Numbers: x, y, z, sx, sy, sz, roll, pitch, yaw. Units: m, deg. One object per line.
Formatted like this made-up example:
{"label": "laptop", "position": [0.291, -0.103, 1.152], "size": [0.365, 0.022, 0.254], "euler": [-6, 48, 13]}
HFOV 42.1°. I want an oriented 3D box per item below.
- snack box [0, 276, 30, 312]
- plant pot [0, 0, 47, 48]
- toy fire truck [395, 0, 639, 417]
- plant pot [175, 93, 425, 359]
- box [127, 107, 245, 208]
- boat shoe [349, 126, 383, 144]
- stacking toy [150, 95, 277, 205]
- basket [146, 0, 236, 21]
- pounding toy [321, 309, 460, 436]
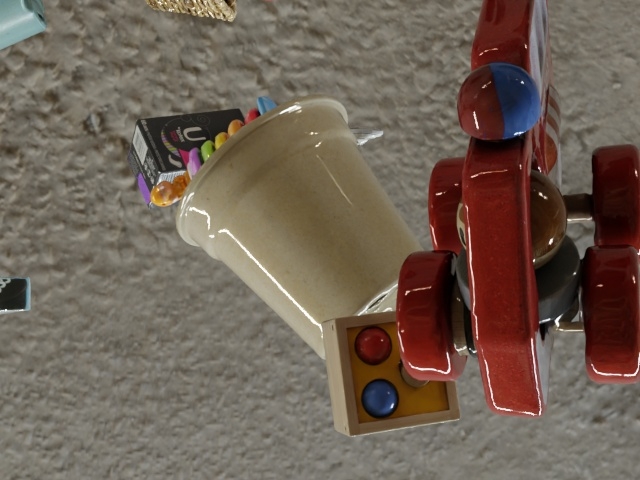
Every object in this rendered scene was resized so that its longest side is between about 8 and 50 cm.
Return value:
{"label": "snack box", "position": [-0.637, 0.090, 1.268], "size": [0.187, 0.321, 0.060], "euler": [-10, 81, 36]}
{"label": "plant pot", "position": [-0.769, -0.503, 1.705], "size": [0.333, 0.341, 0.341], "euler": [-19, 118, -4]}
{"label": "toy fire truck", "position": [0.142, -0.042, 0.607], "size": [0.169, 0.302, 0.254], "euler": [-3, 129, 23]}
{"label": "plant pot", "position": [0.000, 0.000, 1.283], "size": [0.334, 0.333, 0.305], "euler": [-45, 71, 15]}
{"label": "box", "position": [-0.295, -0.197, 1.965], "size": [0.270, 0.165, 0.143], "euler": [-13, 151, -31]}
{"label": "boat shoe", "position": [0.080, -0.213, 1.700], "size": [0.100, 0.035, 0.035], "euler": [-3, 111, -18]}
{"label": "stacking toy", "position": [-0.193, -0.139, 1.612], "size": [0.301, 0.166, 0.175], "euler": [-23, 160, 5]}
{"label": "basket", "position": [-0.284, -0.619, 1.704], "size": [0.222, 0.299, 0.214], "euler": [14, 78, 21]}
{"label": "pounding toy", "position": [0.083, 0.112, 0.802], "size": [0.141, 0.100, 0.130], "euler": [-6, 84, -11]}
